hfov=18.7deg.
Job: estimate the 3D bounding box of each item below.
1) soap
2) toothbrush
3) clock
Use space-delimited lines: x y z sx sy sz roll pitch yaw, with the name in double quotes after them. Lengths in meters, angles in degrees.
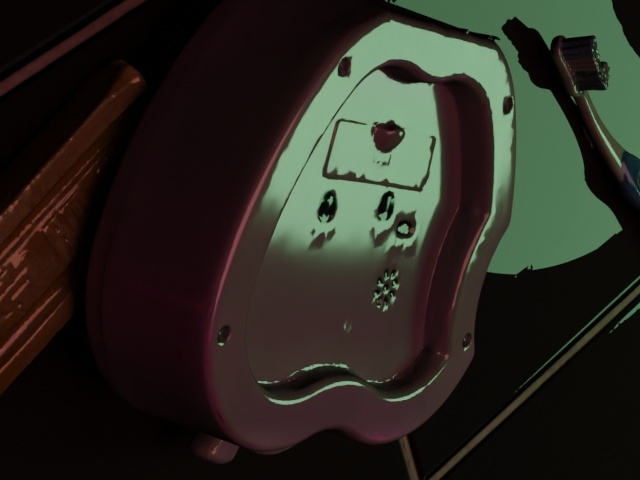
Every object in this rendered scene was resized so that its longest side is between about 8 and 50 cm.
-0.174 0.007 1.155 0.252 0.037 0.092 -50 135 -21 "soap"
0.261 -0.041 1.601 0.040 0.040 0.386 -53 139 -18 "toothbrush"
0.000 0.000 1.253 0.338 0.102 0.338 -29 128 -45 "clock"
